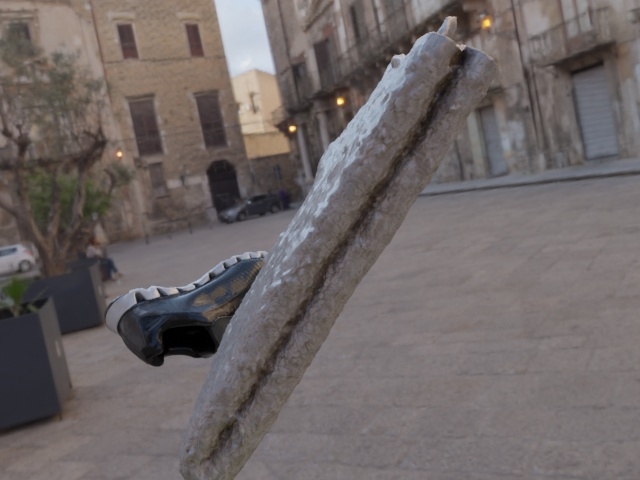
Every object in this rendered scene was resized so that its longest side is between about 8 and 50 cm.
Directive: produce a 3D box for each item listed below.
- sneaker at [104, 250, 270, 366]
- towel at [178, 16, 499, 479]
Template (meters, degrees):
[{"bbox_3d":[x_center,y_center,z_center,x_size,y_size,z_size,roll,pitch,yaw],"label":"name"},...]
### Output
[{"bbox_3d":[-0.118,0.084,0.773,0.234,0.078,0.106,-18,46,-30],"label":"sneaker"},{"bbox_3d":[0.000,0.000,0.416,0.049,0.282,0.187,31,9,-5],"label":"towel"}]
